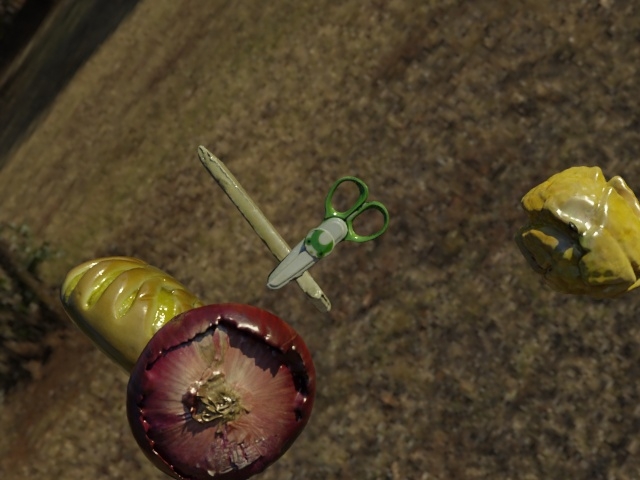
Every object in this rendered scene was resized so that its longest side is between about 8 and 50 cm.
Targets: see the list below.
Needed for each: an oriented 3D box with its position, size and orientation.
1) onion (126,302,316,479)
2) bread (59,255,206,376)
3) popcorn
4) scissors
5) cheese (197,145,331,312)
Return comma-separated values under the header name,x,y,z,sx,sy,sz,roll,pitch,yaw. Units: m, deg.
name,x,y,z,sx,sy,sz,roll,pitch,yaw
onion,-0.125,0.193,1.419,0.248,0.248,0.161,-57,-4,1
bread,-0.264,0.130,1.732,0.160,0.333,0.333,-50,17,-8
popcorn,0.307,-0.006,1.299,0.148,0.167,0.152,-20,-19,1
scissors,0.000,0.000,1.606,0.204,0.101,0.027,-40,2,4
cheese,-0.104,-0.026,1.980,0.034,0.085,0.400,-39,60,-2
